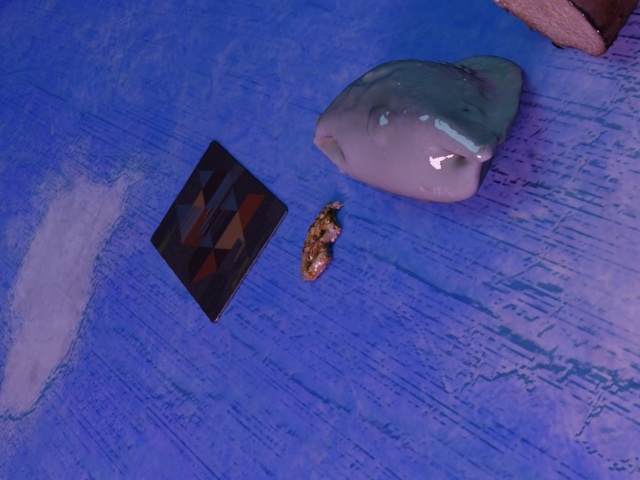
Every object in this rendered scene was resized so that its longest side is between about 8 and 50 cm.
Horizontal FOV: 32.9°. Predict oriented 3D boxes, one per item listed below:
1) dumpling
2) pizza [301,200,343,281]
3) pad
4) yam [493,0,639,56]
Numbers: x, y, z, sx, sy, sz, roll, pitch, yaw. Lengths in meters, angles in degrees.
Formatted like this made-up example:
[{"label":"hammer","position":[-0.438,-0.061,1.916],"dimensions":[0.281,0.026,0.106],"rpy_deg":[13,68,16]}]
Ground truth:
[{"label":"dumpling","position":[0.087,-0.107,0.884],"dimensions":[0.216,0.105,0.149],"rpy_deg":[22,85,55]},{"label":"pizza","position":[0.000,0.000,0.996],"dimensions":[0.037,0.016,0.083],"rpy_deg":[6,70,46]},{"label":"pad","position":[-0.114,-0.016,1.160],"dimensions":[0.143,0.003,0.211],"rpy_deg":[-57,36,6]},{"label":"yam","position":[0.224,-0.269,0.816],"dimensions":[0.238,0.129,0.128],"rpy_deg":[-57,0,6]}]
